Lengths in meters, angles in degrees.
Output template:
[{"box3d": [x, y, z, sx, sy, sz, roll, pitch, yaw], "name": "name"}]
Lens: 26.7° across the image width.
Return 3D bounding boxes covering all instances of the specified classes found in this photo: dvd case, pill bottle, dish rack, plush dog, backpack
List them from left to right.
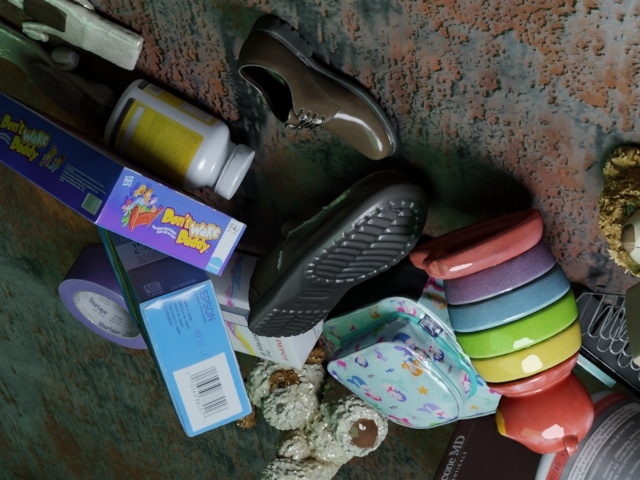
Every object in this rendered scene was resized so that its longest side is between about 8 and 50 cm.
[{"box3d": [-0.185, -0.129, 1.783, 0.184, 0.103, 0.103, 29, 150, 2], "name": "pill bottle"}, {"box3d": [-0.019, 0.266, 2.209, 0.225, 0.210, 0.262, 46, 120, -2], "name": "plush dog"}, {"box3d": [0.151, 0.148, 1.853, 0.253, 0.191, 0.225, 35, 149, -20], "name": "backpack"}, {"box3d": [0.339, 0.156, 1.802, 0.087, 0.013, 0.119, 37, 180, -10], "name": "dvd case"}, {"box3d": [0.419, 0.137, 1.642, 0.208, 0.074, 0.271, 36, 170, -14], "name": "dish rack"}, {"box3d": [0.462, 0.349, 1.670, 0.363, 0.210, 0.210, 28, 156, 41], "name": "pill bottle"}]

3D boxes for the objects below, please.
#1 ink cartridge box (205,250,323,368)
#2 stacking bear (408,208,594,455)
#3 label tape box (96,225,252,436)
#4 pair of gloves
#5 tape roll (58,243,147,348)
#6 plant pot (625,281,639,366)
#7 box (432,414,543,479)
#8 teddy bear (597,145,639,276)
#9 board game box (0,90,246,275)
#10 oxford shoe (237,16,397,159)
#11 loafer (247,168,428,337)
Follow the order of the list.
[{"box3d": [-0.116, 0.097, 2.077, 0.212, 0.093, 0.154, 13, 146, 24], "name": "ink cartridge box"}, {"box3d": [0.241, 0.123, 1.637, 0.175, 0.164, 0.289, -136, 25, -83], "name": "stacking bear"}, {"box3d": [-0.220, 0.085, 1.940, 0.334, 0.106, 0.241, -126, 19, -54], "name": "label tape box"}, {"box3d": [-0.351, -0.255, 1.795, 0.204, 0.042, 0.240, 34, 150, -9], "name": "pair of gloves"}, {"box3d": [-0.340, 0.096, 2.274, 0.189, 0.080, 0.189, 21, 148, 14], "name": "tape roll"}, {"box3d": [0.391, 0.096, 1.435, 0.109, 0.096, 0.109, 32, 142, -12], "name": "plant pot"}, {"box3d": [0.358, 0.375, 2.005, 0.381, 0.191, 0.143, -5, 136, 42], "name": "box"}, {"box3d": [0.454, -0.003, 1.435, 0.338, 0.113, 0.245, 21, 147, 13], "name": "teddy bear"}, {"box3d": [-0.294, -0.084, 1.778, 0.347, 0.078, 0.233, 29, -178, 40], "name": "board game box"}, {"box3d": [-0.009, -0.157, 1.604, 0.227, 0.096, 0.083, 35, 147, -14], "name": "oxford shoe"}, {"box3d": [0.000, 0.000, 1.792, 0.134, 0.130, 0.366, 8, 146, -36], "name": "loafer"}]
